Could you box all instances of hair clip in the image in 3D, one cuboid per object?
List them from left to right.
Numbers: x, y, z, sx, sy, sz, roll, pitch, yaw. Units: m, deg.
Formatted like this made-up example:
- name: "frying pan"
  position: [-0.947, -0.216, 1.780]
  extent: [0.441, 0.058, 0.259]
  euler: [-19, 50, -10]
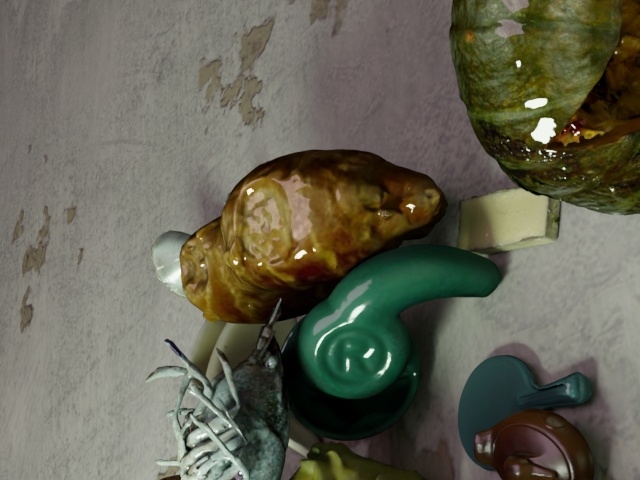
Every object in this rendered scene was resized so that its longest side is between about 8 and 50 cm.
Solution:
- name: "hair clip"
  position: [-0.094, 0.176, 1.759]
  extent: [0.113, 0.172, 0.282]
  euler: [-39, 35, 33]

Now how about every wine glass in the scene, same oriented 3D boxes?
- name: "wine glass"
  position: [-0.160, 0.001, 1.986]
  extent: [0.183, 0.122, 0.122]
  euler: [-34, 48, 41]

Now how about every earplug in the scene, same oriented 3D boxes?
- name: "earplug"
  position: [0.058, 0.112, 1.532]
  extent: [0.257, 0.164, 0.280]
  euler: [-57, 2, -16]

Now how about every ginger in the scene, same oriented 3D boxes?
- name: "ginger"
  position: [0.003, -0.003, 1.566]
  extent: [0.357, 0.274, 0.152]
  euler: [-39, 54, 53]

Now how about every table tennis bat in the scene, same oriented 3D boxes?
- name: "table tennis bat"
  position: [0.209, 0.174, 1.387]
  extent: [0.201, 0.033, 0.124]
  euler: [-29, 56, 52]

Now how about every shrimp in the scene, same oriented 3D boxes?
- name: "shrimp"
  position: [-0.116, 0.264, 1.414]
  extent: [0.221, 0.166, 0.410]
  euler: [98, 174, -75]

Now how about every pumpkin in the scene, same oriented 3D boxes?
- name: "pumpkin"
  position: [0.262, -0.179, 1.197]
  extent: [0.192, 0.320, 0.320]
  euler: [12, 86, 60]

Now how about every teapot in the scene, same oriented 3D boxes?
- name: "teapot"
  position: [0.208, 0.217, 1.298]
  extent: [0.129, 0.078, 0.098]
  euler: [15, 111, 47]

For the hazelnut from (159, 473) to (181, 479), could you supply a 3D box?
- name: "hazelnut"
  position: [-0.142, 0.395, 1.708]
  extent: [0.186, 0.210, 0.210]
  euler: [-43, 32, -7]

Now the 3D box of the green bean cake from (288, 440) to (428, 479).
- name: "green bean cake"
  position: [-0.027, 0.370, 1.508]
  extent: [0.310, 0.202, 0.285]
  euler: [-7, 69, 57]

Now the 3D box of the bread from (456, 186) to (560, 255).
- name: "bread"
  position: [0.210, -0.023, 1.480]
  extent: [0.154, 0.028, 0.068]
  euler: [-14, 65, 54]
